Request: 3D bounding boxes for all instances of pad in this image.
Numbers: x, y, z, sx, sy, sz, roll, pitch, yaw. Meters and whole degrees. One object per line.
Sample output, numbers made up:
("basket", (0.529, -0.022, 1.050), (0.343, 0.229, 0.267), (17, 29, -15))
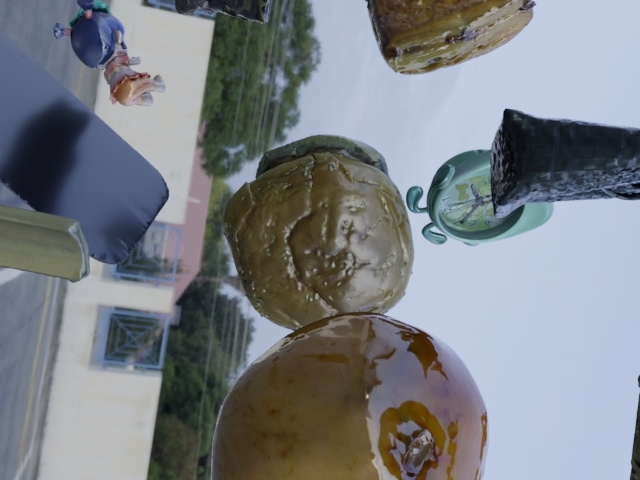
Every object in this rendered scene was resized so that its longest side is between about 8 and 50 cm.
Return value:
("pad", (-0.251, -0.100, 0.605), (0.004, 0.267, 0.181), (-39, -163, 24))

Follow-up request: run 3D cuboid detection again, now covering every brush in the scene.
("brush", (-0.297, -0.021, 0.495), (0.048, 0.282, 0.054), (-71, 170, -53))

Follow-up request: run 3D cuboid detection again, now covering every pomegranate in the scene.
("pomegranate", (0.024, 0.177, 0.604), (0.248, 0.248, 0.248), (-171, -90, -78))

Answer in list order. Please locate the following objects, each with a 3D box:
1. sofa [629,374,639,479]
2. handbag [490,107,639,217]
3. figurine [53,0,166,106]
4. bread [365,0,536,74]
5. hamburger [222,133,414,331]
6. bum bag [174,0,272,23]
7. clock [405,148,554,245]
("sofa", (0.648, 0.343, 1.138), (0.182, 0.258, 0.200), (-6, -117, 52))
("handbag", (0.257, -0.069, 0.685), (0.270, 0.175, 0.088), (9, 83, -78))
("figurine", (-0.360, -0.323, 1.200), (0.111, 0.195, 0.102), (-37, 177, 32))
("bread", (0.192, -0.352, 1.050), (0.099, 0.235, 0.210), (58, 19, -49))
("hamburger", (-0.002, 0.000, 1.018), (0.134, 0.266, 0.284), (-70, 141, -64))
("bum bag", (-0.092, -0.273, 0.691), (0.248, 0.069, 0.102), (29, -85, 55))
("clock", (0.217, -0.063, 0.963), (0.060, 0.189, 0.148), (-92, 157, -47))
